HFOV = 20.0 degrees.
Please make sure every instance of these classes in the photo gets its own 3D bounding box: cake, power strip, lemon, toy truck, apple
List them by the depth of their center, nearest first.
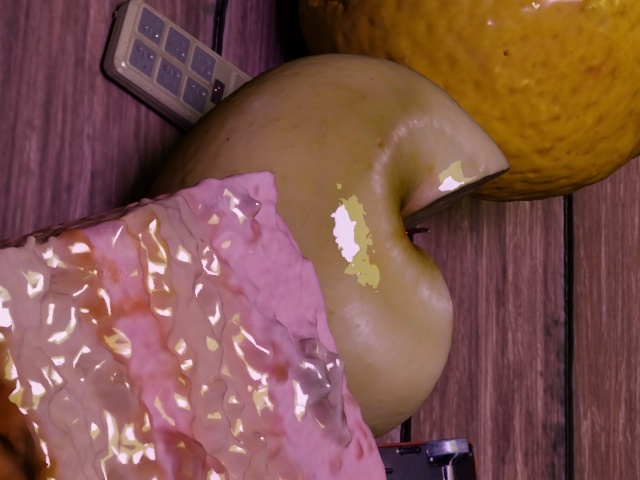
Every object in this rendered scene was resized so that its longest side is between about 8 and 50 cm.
[{"bbox_3d":[-0.159,0.129,1.169,0.307,0.293,0.314,-26,102,-53],"label":"cake"},{"bbox_3d":[-0.015,-0.008,1.385,0.233,0.258,0.295,46,53,-26],"label":"apple"},{"bbox_3d":[0.029,0.221,1.477,0.252,0.114,0.107,4,77,-49],"label":"toy truck"},{"bbox_3d":[-0.106,-0.128,1.496,0.169,0.028,0.076,34,54,-37],"label":"power strip"},{"bbox_3d":[0.165,-0.203,1.581,0.387,0.350,0.350,43,49,-18],"label":"lemon"}]
